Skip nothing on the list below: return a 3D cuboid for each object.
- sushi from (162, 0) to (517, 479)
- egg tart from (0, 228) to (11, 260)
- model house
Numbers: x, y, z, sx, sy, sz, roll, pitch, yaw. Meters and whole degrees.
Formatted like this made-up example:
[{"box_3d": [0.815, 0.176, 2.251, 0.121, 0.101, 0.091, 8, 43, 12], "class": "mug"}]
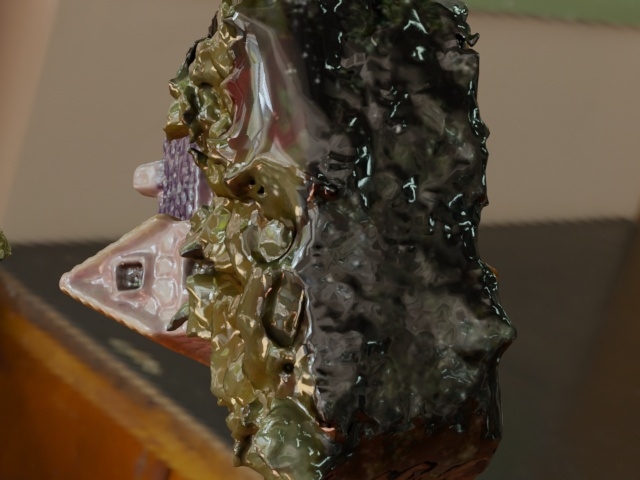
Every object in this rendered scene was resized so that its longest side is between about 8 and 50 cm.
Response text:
[{"box_3d": [0.000, 0.000, 0.700, 0.115, 0.212, 0.147, -3, -2, -17], "class": "sushi"}, {"box_3d": [-0.306, 0.006, 1.090, 0.213, 0.090, 0.212, 12, 11, -2], "class": "egg tart"}, {"box_3d": [-0.097, 0.000, 1.569, 0.237, 0.236, 0.202, -5, -13, 26], "class": "model house"}]
